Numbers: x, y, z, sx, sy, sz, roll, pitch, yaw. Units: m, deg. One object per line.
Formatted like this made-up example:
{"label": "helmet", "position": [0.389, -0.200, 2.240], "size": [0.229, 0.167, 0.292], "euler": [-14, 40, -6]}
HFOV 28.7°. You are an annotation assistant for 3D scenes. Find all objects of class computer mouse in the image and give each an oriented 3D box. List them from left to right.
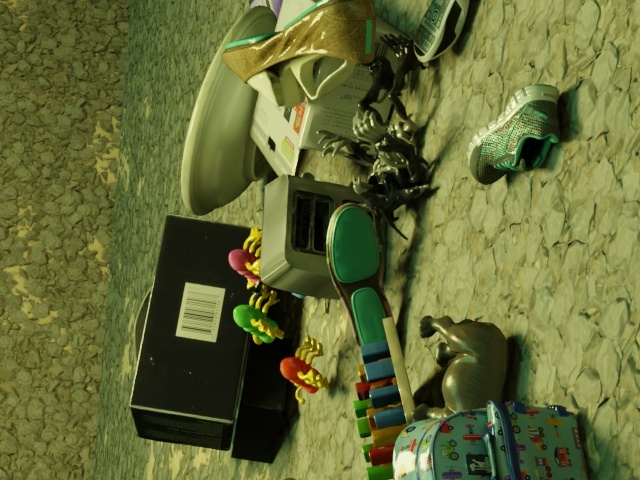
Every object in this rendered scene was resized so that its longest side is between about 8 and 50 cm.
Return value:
{"label": "computer mouse", "position": [0.182, -0.325, 1.677], "size": [0.193, 0.042, 0.106], "euler": [-66, 28, 23]}

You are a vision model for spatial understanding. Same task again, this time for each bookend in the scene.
{"label": "bookend", "position": [-0.102, 0.272, 2.151], "size": [0.156, 0.072, 0.157], "euler": [-84, 5, -46]}

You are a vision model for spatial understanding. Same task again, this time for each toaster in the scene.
{"label": "toaster", "position": [0.000, 0.000, 1.842], "size": [0.110, 0.168, 0.185], "euler": [141, 136, -61]}

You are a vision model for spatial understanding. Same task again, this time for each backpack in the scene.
{"label": "backpack", "position": [0.165, 0.235, 1.248], "size": [0.117, 0.173, 0.158], "euler": [127, 148, -54]}

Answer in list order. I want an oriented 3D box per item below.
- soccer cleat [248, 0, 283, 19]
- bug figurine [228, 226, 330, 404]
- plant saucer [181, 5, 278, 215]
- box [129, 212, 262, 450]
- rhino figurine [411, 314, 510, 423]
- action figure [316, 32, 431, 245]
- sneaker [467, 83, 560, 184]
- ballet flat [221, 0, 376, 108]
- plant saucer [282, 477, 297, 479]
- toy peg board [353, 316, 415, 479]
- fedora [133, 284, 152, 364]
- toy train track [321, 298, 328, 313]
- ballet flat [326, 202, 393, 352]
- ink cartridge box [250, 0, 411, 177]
{"label": "soccer cleat", "position": [-0.099, -0.406, 2.456], "size": [0.318, 0.109, 0.116], "euler": [-45, 61, 56]}
{"label": "bug figurine", "position": [-0.065, 0.109, 1.944], "size": [0.072, 0.216, 0.279], "euler": [-29, 44, 22]}
{"label": "plant saucer", "position": [-0.126, -0.221, 2.277], "size": [0.400, 0.100, 0.400], "euler": [20, -90, -80]}
{"label": "box", "position": [-0.215, 0.172, 2.206], "size": [0.312, 0.179, 0.343], "euler": [104, 175, -71]}
{"label": "rhino figurine", "position": [0.162, 0.203, 1.407], "size": [0.106, 0.073, 0.243], "euler": [-7, 73, 38]}
{"label": "action figure", "position": [0.076, -0.138, 1.741], "size": [0.164, 0.141, 0.275], "euler": [-21, 59, 55]}
{"label": "sneaker", "position": [0.221, -0.104, 1.429], "size": [0.166, 0.065, 0.076], "euler": [123, 147, -52]}
{"label": "ballet flat", "position": [-0.031, -0.259, 1.798], "size": [0.342, 0.116, 0.124], "euler": [-11, 95, 52]}
{"label": "plant saucer", "position": [-0.082, 0.536, 2.008], "size": [0.310, 0.050, 0.310], "euler": [-170, 90, -70]}
{"label": "toy peg board", "position": [0.079, 0.211, 1.543], "size": [0.161, 0.079, 0.160], "euler": [-102, -3, -46]}
{"label": "fedora", "position": [-0.258, 0.184, 2.470], "size": [0.275, 0.124, 0.243], "euler": [-48, -45, -70]}
{"label": "toy train track", "position": [0.009, 0.077, 2.020], "size": [0.048, 0.014, 0.083], "euler": [-25, 63, 59]}
{"label": "ballet flat", "position": [0.055, 0.058, 1.730], "size": [0.079, 0.077, 0.221], "euler": [-168, 63, -85]}
{"label": "ink cartridge box", "position": [0.004, -0.242, 2.003], "size": [0.309, 0.130, 0.272], "euler": [-123, 46, -63]}
